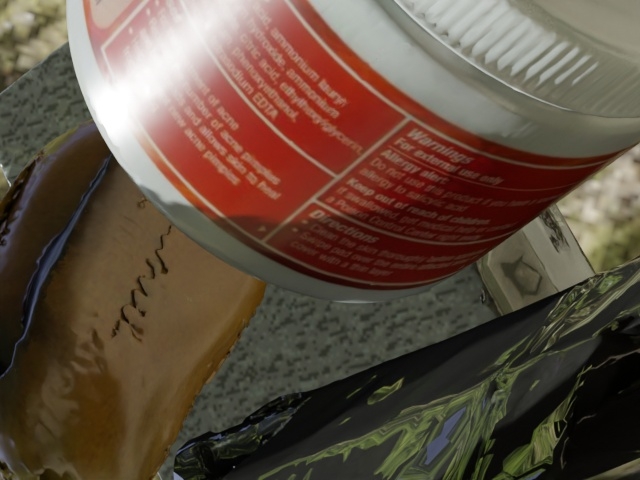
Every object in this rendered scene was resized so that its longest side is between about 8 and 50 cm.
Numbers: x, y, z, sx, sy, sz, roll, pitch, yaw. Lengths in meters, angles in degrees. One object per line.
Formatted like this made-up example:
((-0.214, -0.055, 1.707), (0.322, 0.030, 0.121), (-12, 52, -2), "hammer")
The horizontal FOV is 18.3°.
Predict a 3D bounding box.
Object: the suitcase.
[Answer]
((0.076, 0.137, 0.821), (0.194, 0.434, 0.283), (57, -141, -6), "suitcase")

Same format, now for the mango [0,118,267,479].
((-0.113, 0.038, 1.099), (0.151, 0.156, 0.248), (98, -176, -55), "mango")

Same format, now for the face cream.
((0.034, -0.100, 0.714), (0.201, 0.201, 0.187), (-35, -3, -44), "face cream")

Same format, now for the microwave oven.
((0.000, 0.000, 1.552), (0.374, 0.432, 0.236), (-34, -14, 21), "microwave oven")
